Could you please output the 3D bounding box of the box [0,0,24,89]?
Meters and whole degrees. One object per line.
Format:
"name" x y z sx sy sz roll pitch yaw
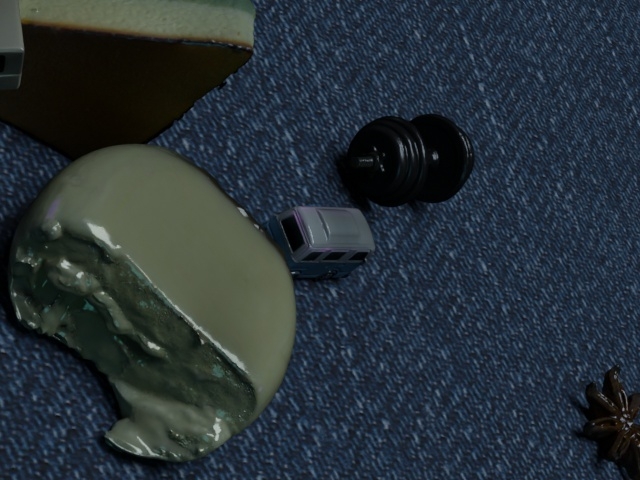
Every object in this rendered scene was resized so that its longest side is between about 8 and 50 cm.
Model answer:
"box" -0.345 -0.188 1.521 0.201 0.058 0.141 -4 60 -16

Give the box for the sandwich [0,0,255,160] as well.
"sandwich" -0.191 -0.180 1.646 0.186 0.220 0.108 32 43 -33

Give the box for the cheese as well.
"cheese" -0.141 0.046 1.611 0.266 0.127 0.233 45 39 -13

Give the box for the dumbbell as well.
"dumbbell" 0.098 -0.087 2.037 0.208 0.099 0.099 -6 68 -52

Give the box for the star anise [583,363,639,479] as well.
"star anise" 0.337 0.211 2.140 0.141 0.042 0.141 31 44 -36

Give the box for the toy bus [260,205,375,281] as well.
"toy bus" 0.000 0.000 1.864 0.123 0.075 0.060 1 62 -51
